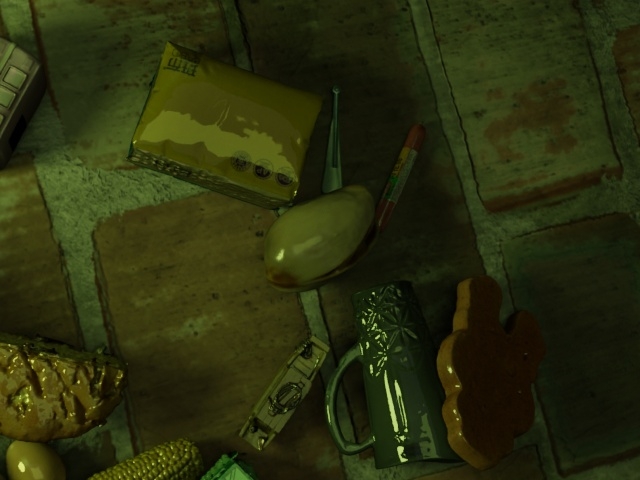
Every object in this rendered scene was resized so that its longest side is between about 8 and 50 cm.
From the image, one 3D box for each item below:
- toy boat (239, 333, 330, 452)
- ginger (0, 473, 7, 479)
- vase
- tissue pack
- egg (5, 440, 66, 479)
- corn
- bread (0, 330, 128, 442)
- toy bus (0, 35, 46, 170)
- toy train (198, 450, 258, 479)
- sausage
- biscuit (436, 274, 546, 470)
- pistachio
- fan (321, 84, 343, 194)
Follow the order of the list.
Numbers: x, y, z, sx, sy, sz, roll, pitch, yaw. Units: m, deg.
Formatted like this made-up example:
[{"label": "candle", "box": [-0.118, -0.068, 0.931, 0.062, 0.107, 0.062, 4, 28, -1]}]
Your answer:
[{"label": "toy boat", "box": [-0.053, 0.237, 1.567, 0.057, 0.077, 0.200, 37, 75, -5]}, {"label": "ginger", "box": [-0.544, 0.425, 1.403, 0.219, 0.123, 0.270, 24, 87, -5]}, {"label": "vase", "box": [0.121, 0.222, 1.583, 0.251, 0.156, 0.301, -11, 78, -12]}, {"label": "tissue pack", "box": [-0.151, -0.178, 1.577, 0.271, 0.134, 0.192, 18, 77, -11]}, {"label": "egg", "box": [-0.421, 0.334, 1.465, 0.080, 0.080, 0.096, -26, 78, -16]}, {"label": "corn", "box": [-0.297, 0.377, 1.483, 0.260, 0.091, 0.091, -27, 90, -17]}, {"label": "bread", "box": [-0.419, 0.211, 1.450, 0.260, 0.160, 0.147, 13, 87, -14]}, {"label": "toy bus", "box": [-0.512, -0.201, 1.492, 0.142, 0.142, 0.202, 26, 76, -8]}, {"label": "toy train", "box": [-0.167, 0.449, 1.494, 0.154, 0.115, 0.269, 45, 78, 1]}, {"label": "sausage", "box": [0.132, -0.106, 1.688, 0.029, 0.029, 0.223, 26, 76, -8]}, {"label": "biscuit", "box": [0.267, 0.212, 1.590, 0.202, 0.047, 0.334, 39, 45, -18]}, {"label": "pistachio", "box": [0.000, 0.000, 1.586, 0.215, 0.144, 0.144, -33, 90, -14]}, {"label": "fan", "box": [0.022, -0.168, 1.678, 0.038, 0.016, 0.193, 3, 81, -11]}]
